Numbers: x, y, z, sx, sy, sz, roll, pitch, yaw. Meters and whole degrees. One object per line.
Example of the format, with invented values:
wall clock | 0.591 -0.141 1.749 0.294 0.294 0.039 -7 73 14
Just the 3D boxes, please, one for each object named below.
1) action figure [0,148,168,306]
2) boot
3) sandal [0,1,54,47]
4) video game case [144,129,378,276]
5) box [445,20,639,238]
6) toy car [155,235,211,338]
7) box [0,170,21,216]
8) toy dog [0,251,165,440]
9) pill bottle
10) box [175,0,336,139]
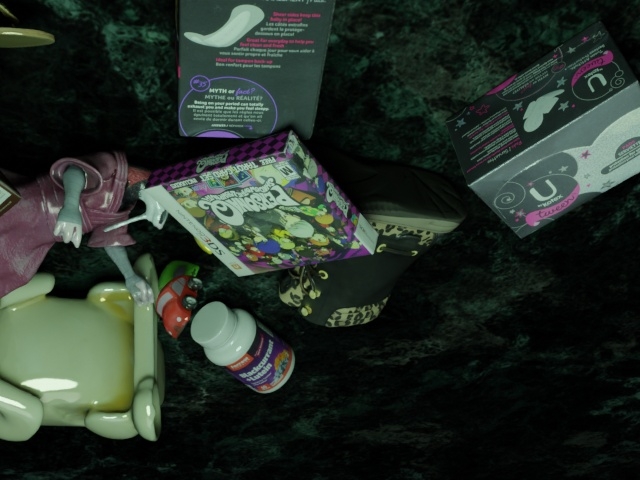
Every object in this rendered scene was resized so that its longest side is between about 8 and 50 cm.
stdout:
action figure | -0.363 -0.046 1.081 0.370 0.276 0.248 -20 151 -16
boot | 0.000 0.000 1.201 0.377 0.138 0.284 6 137 -24
sandal | -0.415 -0.258 0.881 0.240 0.079 0.088 0 -177 15
video game case | -0.075 -0.038 1.018 0.232 0.042 0.210 -10 139 33
box | 0.328 -0.142 1.081 0.247 0.142 0.163 -32 133 25
toy car | -0.210 0.048 1.203 0.053 0.239 0.225 26 154 -13
box | -0.479 -0.086 0.861 0.167 0.203 0.168 -41 169 -7
toy dog | -0.462 0.183 1.263 0.408 0.285 0.395 -1 169 -9
pill bottle | -0.139 0.187 1.402 0.108 0.108 0.193 -27 136 20
box | -0.078 -0.260 0.878 0.165 0.143 0.270 0 138 -12
